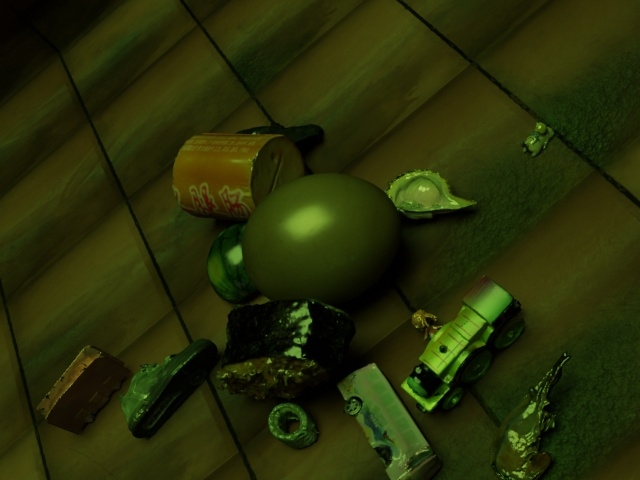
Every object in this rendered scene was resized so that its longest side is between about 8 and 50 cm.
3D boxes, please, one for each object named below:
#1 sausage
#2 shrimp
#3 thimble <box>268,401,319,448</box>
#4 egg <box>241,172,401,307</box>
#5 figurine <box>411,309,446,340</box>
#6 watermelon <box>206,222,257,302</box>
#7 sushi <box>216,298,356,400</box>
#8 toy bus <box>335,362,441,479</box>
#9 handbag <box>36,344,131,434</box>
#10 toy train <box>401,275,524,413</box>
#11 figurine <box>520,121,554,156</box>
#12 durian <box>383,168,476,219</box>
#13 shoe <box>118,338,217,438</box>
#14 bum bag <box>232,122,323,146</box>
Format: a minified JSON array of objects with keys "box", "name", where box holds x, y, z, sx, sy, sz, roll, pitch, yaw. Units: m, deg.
[{"box":[-0.214,-0.161,2.241,0.287,0.233,0.233,7,65,37],"name":"sausage"},{"box":[0.412,0.336,1.594,0.117,0.066,0.262,39,100,29],"name":"shrimp"},{"box":[-0.057,0.401,1.861,0.110,0.062,0.084,14,67,39],"name":"thimble"},{"box":[0.000,0.000,1.931,0.374,0.301,0.301,-29,48,24],"name":"egg"},{"box":[0.237,0.188,1.827,0.064,0.047,0.109,-26,48,-23],"name":"figurine"},{"box":[-0.209,0.034,2.172,0.204,0.127,0.232,-16,48,32],"name":"watermelon"},{"box":[-0.065,0.244,1.866,0.348,0.234,0.207,-19,51,52],"name":"sushi"},{"box":[0.134,0.376,1.733,0.112,0.090,0.274,-35,48,1],"name":"toy bus"},{"box":[-0.595,0.379,2.172,0.059,0.157,0.212,35,83,35],"name":"handbag"},{"box":[0.280,0.212,1.702,0.296,0.160,0.100,-48,53,-3],"name":"toy train"},{"box":[0.489,-0.232,1.941,0.083,0.050,0.047,-49,52,-4],"name":"figurine"},{"box":[0.256,-0.090,1.986,0.224,0.078,0.140,14,56,28],"name":"durian"},{"box":[-0.386,0.328,2.096,0.293,0.109,0.149,-50,52,0],"name":"shoe"},{"box":[-0.138,-0.283,2.363,0.310,0.074,0.137,0,25,35],"name":"bum bag"}]
